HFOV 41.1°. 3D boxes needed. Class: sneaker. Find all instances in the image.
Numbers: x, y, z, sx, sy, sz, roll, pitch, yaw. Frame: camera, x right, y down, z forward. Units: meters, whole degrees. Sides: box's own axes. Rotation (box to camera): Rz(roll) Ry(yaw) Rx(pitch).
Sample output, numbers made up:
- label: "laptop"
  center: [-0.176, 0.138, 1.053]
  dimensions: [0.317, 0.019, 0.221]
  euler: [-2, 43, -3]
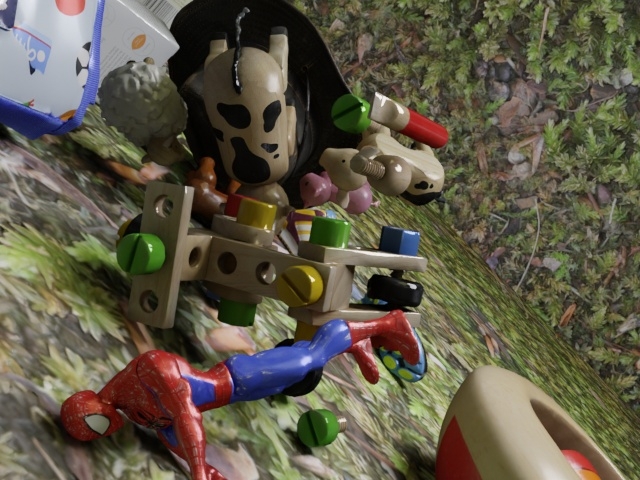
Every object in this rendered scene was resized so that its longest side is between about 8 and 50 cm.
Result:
- label: "sneaker"
  center: [0.000, 0.000, 1.279]
  dimensions: [0.185, 0.084, 0.069]
  euler: [50, 14, 23]
- label: "sneaker"
  center: [0.116, 0.137, 1.244]
  dimensions: [0.078, 0.067, 0.188]
  euler: [30, 15, -30]

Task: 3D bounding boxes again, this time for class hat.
- label: "hat"
  center: [-0.109, -0.159, 1.143]
  dimensions: [0.331, 0.331, 0.134]
  euler: [44, 44, -1]

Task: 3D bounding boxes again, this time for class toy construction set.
- label: "toy construction set"
  center: [-0.035, -0.007, 0.762]
  dimensions: [0.257, 0.309, 0.237]
  euler: [42, 15, 27]

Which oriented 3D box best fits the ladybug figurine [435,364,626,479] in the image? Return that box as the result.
- label: "ladybug figurine"
  center: [0.247, 0.316, 0.865]
  dimensions: [0.305, 0.162, 0.449]
  euler: [38, 14, -30]

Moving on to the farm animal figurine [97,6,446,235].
- label: "farm animal figurine"
  center: [-0.044, -0.094, 0.970]
  dimensions: [0.172, 0.330, 0.327]
  euler: [-90, 158, -44]

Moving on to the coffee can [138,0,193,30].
- label: "coffee can"
  center: [-0.263, -0.522, 1.685]
  dimensions: [0.201, 0.275, 0.201]
  euler: [42, 13, -12]

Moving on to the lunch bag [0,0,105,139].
- label: "lunch bag"
  center: [-0.369, -0.287, 0.737]
  dimensions: [0.328, 0.238, 0.386]
  euler: [17, 46, -66]

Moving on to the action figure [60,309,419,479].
- label: "action figure"
  center: [-0.044, 0.134, 0.621]
  dimensions: [0.280, 0.091, 0.139]
  euler: [-3, 66, -35]

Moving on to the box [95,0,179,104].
- label: "box"
  center: [-0.295, -0.269, 1.107]
  dimensions: [0.170, 0.130, 0.091]
  euler: [35, 15, -40]
